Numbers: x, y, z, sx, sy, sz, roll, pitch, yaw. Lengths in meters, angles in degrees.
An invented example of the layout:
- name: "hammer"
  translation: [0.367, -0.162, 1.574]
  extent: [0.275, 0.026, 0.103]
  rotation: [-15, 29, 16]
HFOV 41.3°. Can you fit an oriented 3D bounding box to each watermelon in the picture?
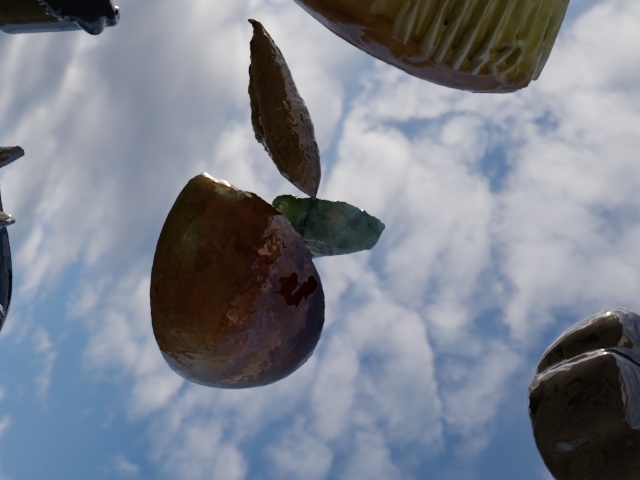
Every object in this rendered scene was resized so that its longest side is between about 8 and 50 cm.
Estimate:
- name: "watermelon"
  translation: [0.000, 0.000, 1.325]
  extent: [0.139, 0.187, 0.071]
  rotation: [124, -25, -56]

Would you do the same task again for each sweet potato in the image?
- name: "sweet potato"
  translation: [-0.045, -0.137, 0.887]
  extent: [0.068, 0.060, 0.206]
  rotation: [-16, -96, 28]

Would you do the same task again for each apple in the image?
- name: "apple"
  translation: [-0.132, 0.082, 1.282]
  extent: [0.179, 0.254, 0.346]
  rotation: [-126, -151, -60]

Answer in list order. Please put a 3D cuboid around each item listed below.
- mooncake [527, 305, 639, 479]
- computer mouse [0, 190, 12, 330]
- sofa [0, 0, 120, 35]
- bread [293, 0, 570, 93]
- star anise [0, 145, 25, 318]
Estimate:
- name: "mooncake"
  translation: [0.360, 0.199, 0.980]
  extent: [0.133, 0.245, 0.245]
  rotation: [-41, -139, 43]
- name: "computer mouse"
  translation: [-0.354, -0.017, 0.757]
  extent: [0.137, 0.086, 0.270]
  rotation: [9, -68, 24]
- name: "sofa"
  translation: [-0.390, -0.349, 1.041]
  extent: [0.200, 0.258, 0.182]
  rotation: [2, -109, 21]
- name: "bread"
  translation: [0.055, -0.162, 0.508]
  extent: [0.190, 0.132, 0.114]
  rotation: [31, -61, 20]
- name: "star anise"
  translation: [-0.286, -0.017, 0.533]
  extent: [0.065, 0.182, 0.195]
  rotation: [18, -81, 55]
